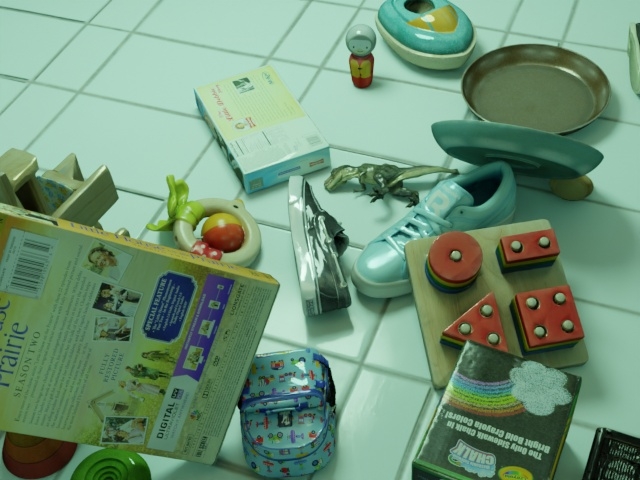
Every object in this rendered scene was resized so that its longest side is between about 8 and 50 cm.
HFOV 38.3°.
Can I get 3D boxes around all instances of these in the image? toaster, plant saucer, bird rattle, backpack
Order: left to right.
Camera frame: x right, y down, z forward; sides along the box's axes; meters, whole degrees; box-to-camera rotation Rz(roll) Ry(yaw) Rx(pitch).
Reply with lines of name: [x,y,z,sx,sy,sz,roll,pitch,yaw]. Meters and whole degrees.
bird rattle: [-0.205,-0.006,1.685,0.207,0.143,0.253,-8,47,-25]
backpack: [-0.053,0.268,1.413,0.158,0.116,0.173,-4,49,3]
plant saucer: [0.356,-0.161,1.698,0.318,0.317,0.043,12,88,16]
plant saucer: [0.453,-0.310,1.956,0.311,0.050,0.310,-2,46,2]
plant saucer: [0.484,-0.102,1.779,0.084,0.015,0.083,-3,46,3]
toaster: [0.440,0.373,1.269,0.168,0.110,0.185,15,49,19]

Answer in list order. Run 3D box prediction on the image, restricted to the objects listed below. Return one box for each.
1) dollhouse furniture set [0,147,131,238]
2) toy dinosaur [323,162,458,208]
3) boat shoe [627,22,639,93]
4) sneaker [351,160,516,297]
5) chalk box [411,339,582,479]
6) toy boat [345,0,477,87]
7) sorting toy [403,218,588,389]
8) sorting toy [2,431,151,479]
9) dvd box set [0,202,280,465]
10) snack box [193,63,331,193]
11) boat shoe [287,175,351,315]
dollhouse furniture set: [-0.512,0.044,1.473,0.362,0.394,0.256,20,52,22]
toy dinosaur: [0.141,-0.112,1.793,0.268,0.064,0.118,-1,40,0]
boat shoe: [0.707,-0.399,1.992,0.079,0.084,0.233,6,45,12]
sneaker: [0.202,-0.039,1.653,0.366,0.150,0.135,-33,51,-23]
chalk box: [0.234,0.321,1.294,0.180,0.179,0.289,17,52,19]
toy boat: [0.191,-0.460,2.053,0.318,0.148,0.267,-31,52,-22]
sorting toy: [0.288,0.090,1.507,0.256,0.089,0.257,-9,68,-3]
sorting toy: [-0.346,0.328,1.376,0.366,0.126,0.127,22,52,24]
dvd box set: [-0.300,0.145,1.315,0.421,0.307,0.062,15,9,-25]
snack box: [-0.128,-0.243,1.938,0.187,0.060,0.322,-20,48,-13]
boat shoe: [0.000,0.000,1.667,0.102,0.108,0.301,-8,49,-2]
